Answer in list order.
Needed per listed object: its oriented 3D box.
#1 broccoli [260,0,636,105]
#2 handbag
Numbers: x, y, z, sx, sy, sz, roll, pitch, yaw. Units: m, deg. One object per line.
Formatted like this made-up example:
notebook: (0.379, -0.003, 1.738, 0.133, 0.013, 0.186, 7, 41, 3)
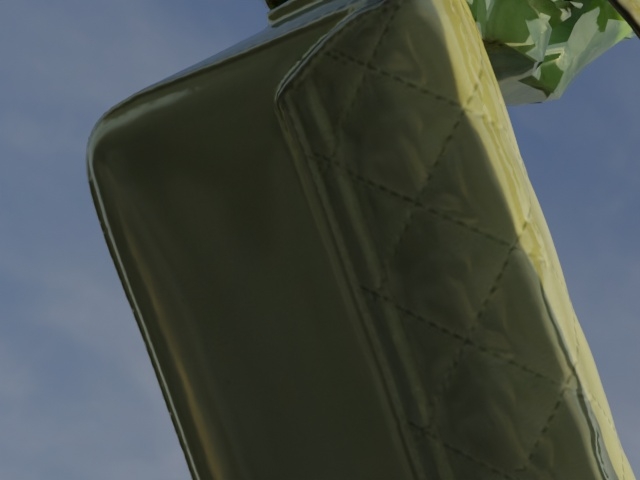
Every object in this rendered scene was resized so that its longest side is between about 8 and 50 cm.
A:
broccoli: (0.088, -0.219, 0.970, 0.310, 0.321, 0.413, 63, -21, 12)
handbag: (0.046, 0.031, 0.606, 0.219, 0.079, 0.256, -21, -93, 35)
